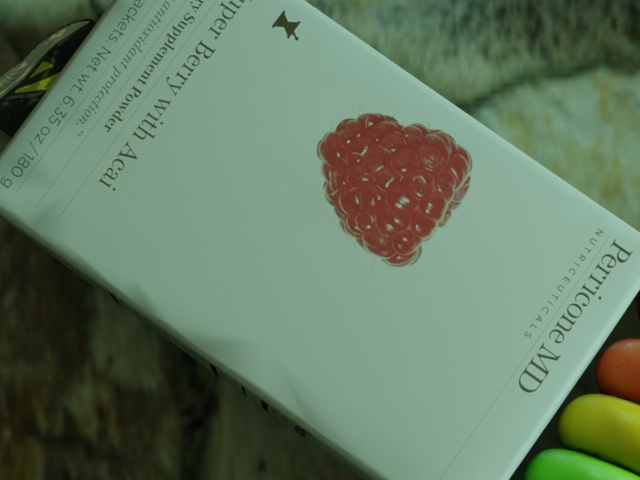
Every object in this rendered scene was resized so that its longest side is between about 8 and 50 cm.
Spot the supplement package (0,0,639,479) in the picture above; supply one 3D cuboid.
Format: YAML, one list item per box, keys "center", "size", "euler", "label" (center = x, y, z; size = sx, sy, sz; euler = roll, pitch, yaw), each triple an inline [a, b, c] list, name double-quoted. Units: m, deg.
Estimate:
- center: [0.000, 0.000, 1.025]
  size: [0.293, 0.175, 0.177]
  euler: [35, 84, 4]
  label: "supplement package"

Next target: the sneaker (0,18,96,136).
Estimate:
- center: [-0.155, -0.092, 1.114]
  size: [0.083, 0.031, 0.035]
  euler: [-40, 98, 1]
  label: "sneaker"

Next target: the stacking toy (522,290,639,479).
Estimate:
- center: [0.163, 0.138, 1.036]
  size: [0.141, 0.141, 0.330]
  euler: [28, 81, 3]
  label: "stacking toy"
